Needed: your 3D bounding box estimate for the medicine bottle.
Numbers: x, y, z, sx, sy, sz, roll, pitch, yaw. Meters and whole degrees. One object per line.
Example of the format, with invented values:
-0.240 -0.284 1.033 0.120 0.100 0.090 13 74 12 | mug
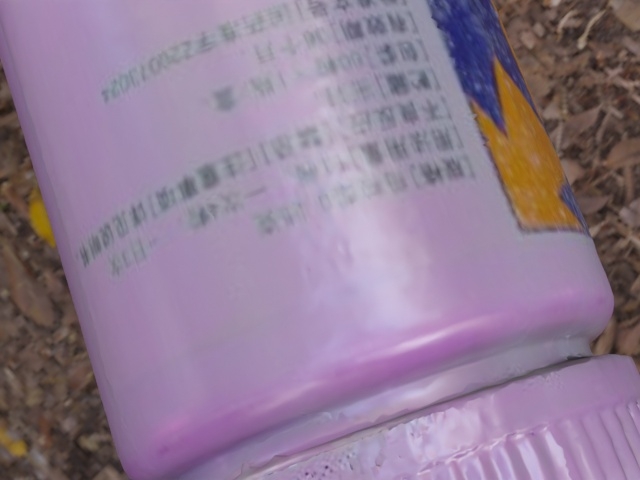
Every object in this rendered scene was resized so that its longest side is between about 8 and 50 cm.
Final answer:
0.000 0.000 0.428 0.178 0.178 0.291 -35 70 43 | medicine bottle
